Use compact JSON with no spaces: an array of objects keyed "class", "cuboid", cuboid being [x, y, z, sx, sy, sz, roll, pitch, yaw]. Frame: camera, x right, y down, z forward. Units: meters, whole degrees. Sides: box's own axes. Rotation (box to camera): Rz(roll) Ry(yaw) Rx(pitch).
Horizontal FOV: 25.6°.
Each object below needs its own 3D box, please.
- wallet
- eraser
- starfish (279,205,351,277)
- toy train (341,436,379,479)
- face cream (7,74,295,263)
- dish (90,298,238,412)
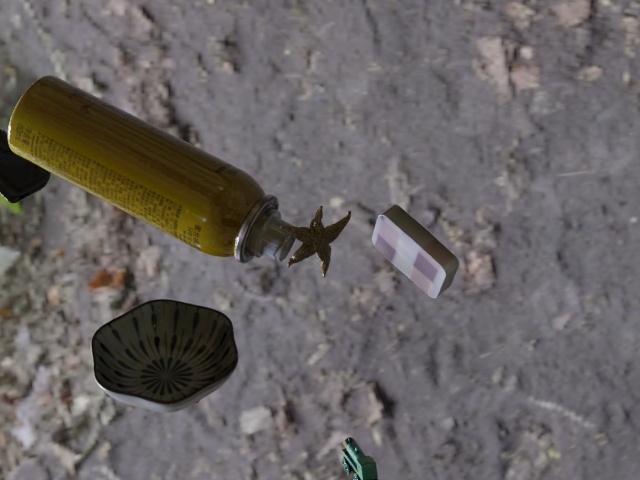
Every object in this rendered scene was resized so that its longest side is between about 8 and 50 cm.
[{"class":"wallet","cuboid":[-0.422,-0.112,1.810,0.156,0.082,0.018,42,136,13]},{"class":"eraser","cuboid":[0.106,0.012,1.586,0.105,0.026,0.065,42,151,20]},{"class":"starfish","cuboid":[0.000,0.000,1.546,0.092,0.086,0.016,-35,37,0]},{"class":"toy train","cuboid":[0.047,0.273,1.719,0.092,0.029,0.045,-133,34,-65]},{"class":"face cream","cuboid":[-0.185,-0.071,1.597,0.348,0.105,0.105,27,111,14]},{"class":"dish","cuboid":[-0.190,0.156,1.737,0.190,0.190,0.066,26,135,30]}]
